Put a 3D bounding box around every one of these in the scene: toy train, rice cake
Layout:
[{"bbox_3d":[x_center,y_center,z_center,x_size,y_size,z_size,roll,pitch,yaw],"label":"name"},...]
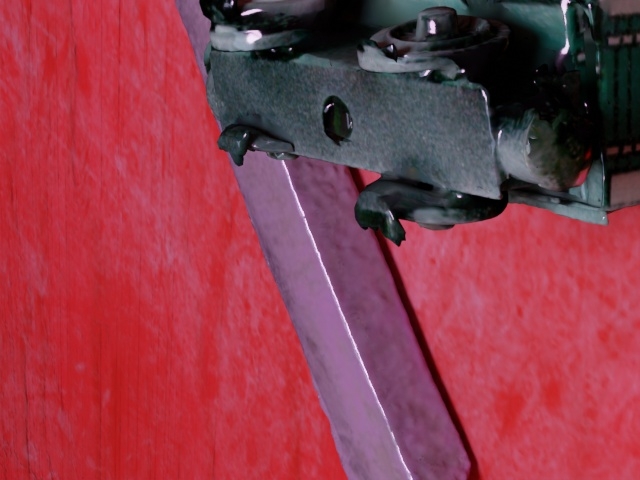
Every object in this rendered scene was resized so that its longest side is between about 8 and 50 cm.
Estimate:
[{"bbox_3d":[0.050,-0.076,0.731,0.269,0.154,0.115,16,120,55],"label":"toy train"},{"bbox_3d":[0.000,0.000,0.945,0.073,0.056,0.365,-31,78,59],"label":"rice cake"}]
